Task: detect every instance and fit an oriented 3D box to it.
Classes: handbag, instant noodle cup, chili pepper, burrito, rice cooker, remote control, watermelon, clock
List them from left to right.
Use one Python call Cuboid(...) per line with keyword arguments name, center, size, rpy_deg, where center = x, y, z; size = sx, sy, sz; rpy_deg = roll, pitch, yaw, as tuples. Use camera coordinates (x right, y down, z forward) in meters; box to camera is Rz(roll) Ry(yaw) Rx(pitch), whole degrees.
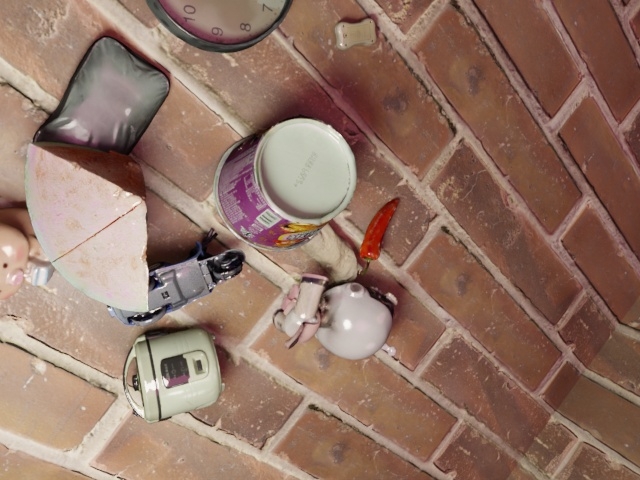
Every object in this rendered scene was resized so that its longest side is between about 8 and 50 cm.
Cuboid(name="handbag", center=(-0.500, -0.288, 1.125), size=(0.191, 0.075, 0.332), rpy_deg=(32, 87, -33))
Cuboid(name="watermelon", center=(-0.452, -0.045, 1.081), size=(0.319, 0.222, 0.292), rpy_deg=(16, 110, 11))
Cuboid(name="rice cooker", center=(-0.387, 0.345, 1.277), size=(0.244, 0.226, 0.226), rpy_deg=(-9, 108, -21))
Cuboid(name="clock", center=(-0.234, -0.643, 1.141), size=(0.386, 0.076, 0.386), rpy_deg=(-7, 108, -24))
Cuboid(name="instant noodle cup", center=(-0.074, -0.150, 1.203), size=(0.340, 0.266, 0.340), rpy_deg=(3, 82, -21))
Cuboid(name="burrito", center=(0.000, 0.000, 1.444), size=(0.117, 0.076, 0.392), rpy_deg=(-50, 121, -12))
Cuboid(name="remote control", center=(0.098, -0.569, 1.347), size=(0.122, 0.032, 0.074), rpy_deg=(-16, 111, -20))
Cuboid(name="chili pepper", center=(0.174, -0.017, 1.520), size=(0.071, 0.063, 0.272), rpy_deg=(33, 75, -39))

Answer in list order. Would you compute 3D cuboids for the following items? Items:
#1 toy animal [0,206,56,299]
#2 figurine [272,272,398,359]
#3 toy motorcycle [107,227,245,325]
Cuboid(name="toy animal", center=(-0.676, 0.037, 1.038), size=(0.213, 0.256, 0.195), rpy_deg=(20, 103, -13))
Cuboid(name="figurine", center=(0.047, 0.245, 1.462), size=(0.361, 0.253, 0.211), rpy_deg=(12, 55, -31))
Cuboid(name="toy motorcycle", center=(-0.366, 0.086, 1.224), size=(0.358, 0.212, 0.125), rpy_deg=(-21, 119, -15))
